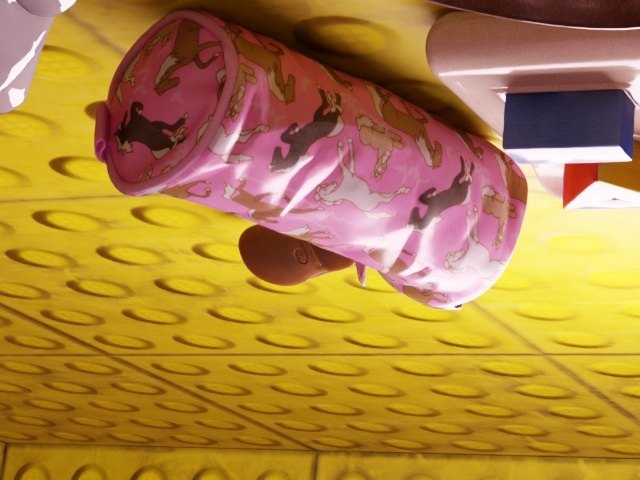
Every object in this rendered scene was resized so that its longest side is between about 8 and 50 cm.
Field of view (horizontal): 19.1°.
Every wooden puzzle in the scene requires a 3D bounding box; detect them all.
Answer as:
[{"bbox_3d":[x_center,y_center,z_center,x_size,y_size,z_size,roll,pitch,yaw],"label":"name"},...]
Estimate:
[{"bbox_3d":[0.281,-0.084,1.500,0.322,0.080,0.348,0,162,23],"label":"wooden puzzle"}]

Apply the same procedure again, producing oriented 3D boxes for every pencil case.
[{"bbox_3d":[-0.001,-0.061,1.566,0.386,0.167,0.160,23,-168,-43],"label":"pencil case"}]

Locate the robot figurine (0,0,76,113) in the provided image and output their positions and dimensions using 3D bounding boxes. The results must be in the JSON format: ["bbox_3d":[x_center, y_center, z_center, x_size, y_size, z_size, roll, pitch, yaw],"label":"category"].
[{"bbox_3d":[-0.287,-0.192,1.144,0.300,0.200,0.353,7,165,24],"label":"robot figurine"}]

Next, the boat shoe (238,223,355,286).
[{"bbox_3d":[0.000,0.000,1.921,0.073,0.073,0.207,-31,-163,-36],"label":"boat shoe"}]

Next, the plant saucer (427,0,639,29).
[{"bbox_3d":[0.076,-0.197,1.149,0.310,0.050,0.310,16,177,1],"label":"plant saucer"}]
